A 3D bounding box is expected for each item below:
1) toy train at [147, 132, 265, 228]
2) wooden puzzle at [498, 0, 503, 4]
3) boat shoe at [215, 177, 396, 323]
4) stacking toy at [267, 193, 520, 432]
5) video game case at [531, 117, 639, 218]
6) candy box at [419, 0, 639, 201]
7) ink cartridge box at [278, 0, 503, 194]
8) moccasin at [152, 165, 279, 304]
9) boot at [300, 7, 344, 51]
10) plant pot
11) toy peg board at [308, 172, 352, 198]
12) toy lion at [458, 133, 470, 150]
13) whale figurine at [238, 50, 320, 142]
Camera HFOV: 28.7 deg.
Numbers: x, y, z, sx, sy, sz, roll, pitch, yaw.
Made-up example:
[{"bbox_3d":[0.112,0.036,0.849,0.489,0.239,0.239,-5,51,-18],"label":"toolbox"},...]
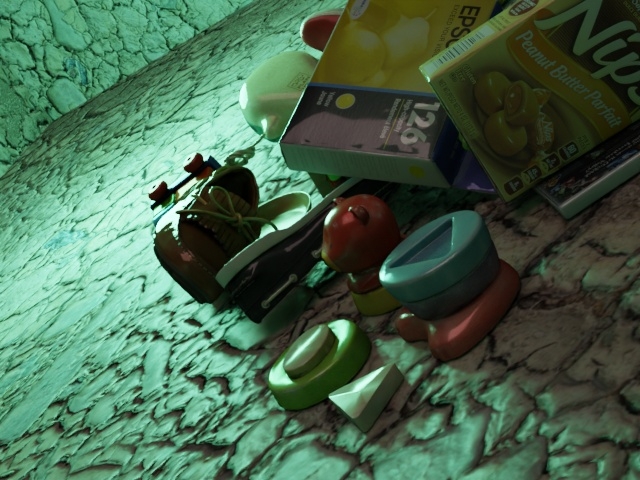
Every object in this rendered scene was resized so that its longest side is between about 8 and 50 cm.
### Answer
[{"bbox_3d":[-0.193,-0.086,2.199,0.248,0.105,0.143,-36,29,18],"label":"toy train"},{"bbox_3d":[0.269,-0.435,2.345,0.238,0.044,0.221,-43,20,-8],"label":"wooden puzzle"},{"bbox_3d":[0.000,0.000,1.706,0.302,0.091,0.114,-36,-6,-14],"label":"boat shoe"},{"bbox_3d":[0.049,0.061,1.414,0.279,0.130,0.309,-42,20,-18],"label":"stacking toy"},{"bbox_3d":[0.339,-0.107,1.482,0.190,0.022,0.173,-34,19,3],"label":"video game case"},{"bbox_3d":[0.299,-0.210,1.476,0.316,0.183,0.087,-33,20,8],"label":"candy box"},{"bbox_3d":[0.137,-0.210,1.698,0.307,0.072,0.304,7,54,26],"label":"ink cartridge box"},{"bbox_3d":[-0.148,-0.020,1.858,0.147,0.139,0.380,-40,8,16],"label":"moccasin"},{"bbox_3d":[0.062,-0.326,2.215,0.244,0.088,0.176,15,41,13],"label":"boot"},{"bbox_3d":[-0.105,0.009,1.946,0.236,0.032,0.236,-31,20,13],"label":"plant pot"},{"bbox_3d":[0.066,-0.115,1.806,0.161,0.161,0.079,-32,50,0],"label":"toy peg board"},{"bbox_3d":[0.228,-0.131,1.590,0.096,0.034,0.100,-20,56,-15],"label":"toy lion"},{"bbox_3d":[-0.019,-0.241,2.284,0.272,0.141,0.216,19,59,38],"label":"whale figurine"}]
